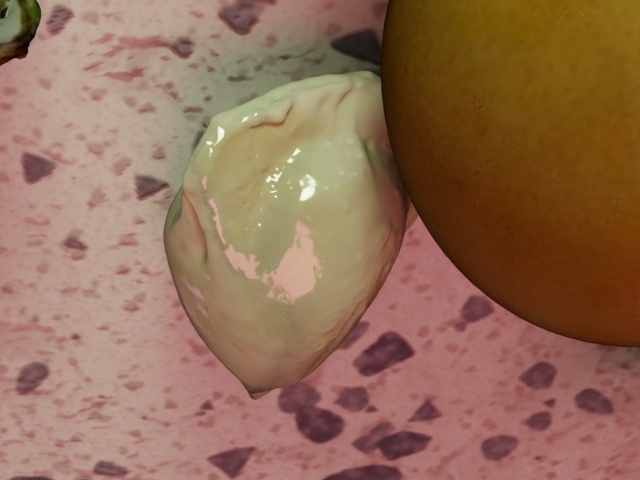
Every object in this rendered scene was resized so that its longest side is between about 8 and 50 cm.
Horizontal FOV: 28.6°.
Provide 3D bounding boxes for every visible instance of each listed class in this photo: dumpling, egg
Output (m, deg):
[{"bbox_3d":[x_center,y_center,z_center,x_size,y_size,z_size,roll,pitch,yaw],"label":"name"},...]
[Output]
[{"bbox_3d":[0.000,0.000,0.748,0.179,0.131,0.252,-36,143,-23],"label":"dumpling"},{"bbox_3d":[0.156,-0.074,0.628,0.250,0.250,0.322,-15,155,0],"label":"egg"}]

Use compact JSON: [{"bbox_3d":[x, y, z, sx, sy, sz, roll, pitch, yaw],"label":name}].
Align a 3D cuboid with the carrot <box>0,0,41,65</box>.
[{"bbox_3d":[-0.289,-0.087,0.557,0.331,0.193,0.214,-4,113,-10],"label":"carrot"}]
